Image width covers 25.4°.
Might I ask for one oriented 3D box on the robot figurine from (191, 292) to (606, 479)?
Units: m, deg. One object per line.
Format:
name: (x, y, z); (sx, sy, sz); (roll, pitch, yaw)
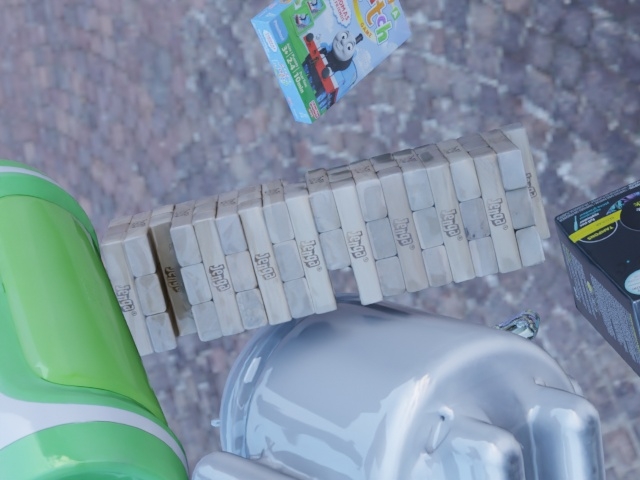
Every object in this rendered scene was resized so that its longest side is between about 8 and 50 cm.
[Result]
robot figurine: (0.055, 0.150, 1.070); (0.353, 0.300, 0.200); (13, 111, 55)

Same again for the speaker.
speaker: (-0.161, 0.070, 0.784); (0.296, 0.131, 0.131); (-123, 37, -52)

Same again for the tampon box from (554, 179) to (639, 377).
tampon box: (0.293, 0.031, 1.210); (0.161, 0.120, 0.101); (-123, 11, -59)

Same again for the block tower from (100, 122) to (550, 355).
block tower: (0.000, 0.000, 1.038); (0.097, 0.335, 0.091); (-103, -1, -76)

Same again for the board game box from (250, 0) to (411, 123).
board game box: (0.018, -0.280, 1.870); (0.039, 0.211, 0.160); (16, 141, 45)

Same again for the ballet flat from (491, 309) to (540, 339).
ballet flat: (0.211, 0.122, 1.687); (0.114, 0.041, 0.041); (-33, 71, 21)
